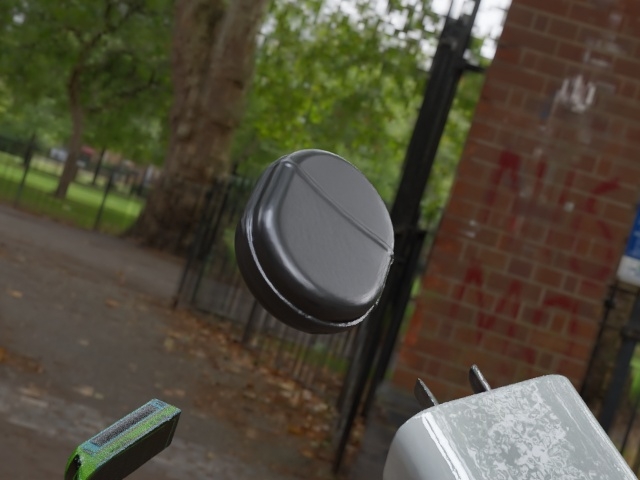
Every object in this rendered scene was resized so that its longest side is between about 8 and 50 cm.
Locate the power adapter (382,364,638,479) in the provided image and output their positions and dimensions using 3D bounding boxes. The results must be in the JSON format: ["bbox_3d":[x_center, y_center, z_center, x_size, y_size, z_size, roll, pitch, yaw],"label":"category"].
[{"bbox_3d":[0.166,0.213,1.076,0.187,0.124,0.255,-11,48,-21],"label":"power adapter"}]

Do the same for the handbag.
[{"bbox_3d":[0.001,-0.001,1.830,0.254,0.308,0.093,37,-46,-16],"label":"handbag"}]

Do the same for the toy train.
[{"bbox_3d":[-0.204,0.207,1.208,0.042,0.044,0.209,22,15,14],"label":"toy train"}]
